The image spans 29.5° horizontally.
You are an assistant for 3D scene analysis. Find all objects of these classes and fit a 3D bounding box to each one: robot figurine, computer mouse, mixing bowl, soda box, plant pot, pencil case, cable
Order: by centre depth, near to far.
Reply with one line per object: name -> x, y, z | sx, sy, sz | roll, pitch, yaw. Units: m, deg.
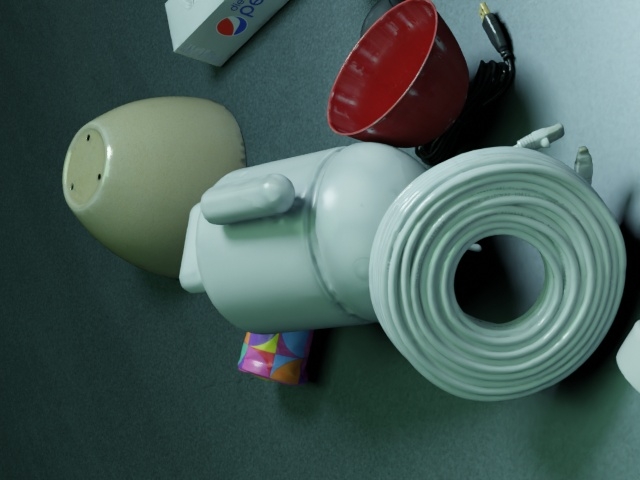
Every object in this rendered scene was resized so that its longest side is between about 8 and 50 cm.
cable -> 0.179, 0.036, 1.212 | 0.089, 0.257, 0.257 | -117, 9, -77
robot figurine -> 0.000, 0.000, 1.378 | 0.353, 0.300, 0.199 | -9, 68, 37
mixing bowl -> 0.103, -0.174, 1.378 | 0.181, 0.098, 0.181 | -40, 33, 33
computer mouse -> 0.129, -0.239, 1.478 | 0.184, 0.060, 0.262 | -46, 50, 35
pencil case -> -0.036, 0.068, 1.579 | 0.104, 0.104, 0.236 | 19, 94, 51
soda box -> -0.109, -0.379, 1.772 | 0.286, 0.091, 0.098 | -36, 55, 40
plant pot -> -0.273, -0.093, 1.824 | 0.284, 0.191, 0.284 | -16, 69, 48

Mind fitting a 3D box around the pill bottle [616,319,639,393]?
pill bottle -> 0.388, 0.006, 1.018 | 0.176, 0.176, 0.318 | 49, 118, 44
